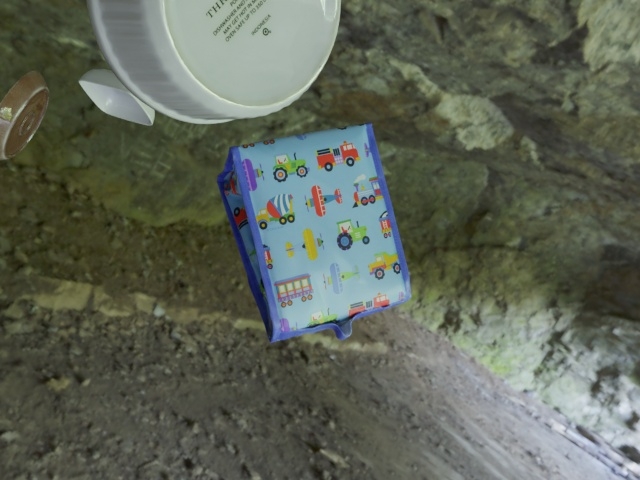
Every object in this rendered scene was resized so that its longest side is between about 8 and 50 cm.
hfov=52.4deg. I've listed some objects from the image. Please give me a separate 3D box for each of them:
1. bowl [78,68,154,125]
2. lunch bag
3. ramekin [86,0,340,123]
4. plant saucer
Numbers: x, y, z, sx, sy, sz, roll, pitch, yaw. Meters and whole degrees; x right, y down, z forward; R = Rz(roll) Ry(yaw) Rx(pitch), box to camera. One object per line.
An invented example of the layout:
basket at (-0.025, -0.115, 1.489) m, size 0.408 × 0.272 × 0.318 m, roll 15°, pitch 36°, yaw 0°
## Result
bowl at (-0.427, -0.313, 1.392) m, size 0.142 × 0.053 × 0.142 m, roll 16°, pitch -18°, yaw 13°
lunch bag at (0.000, 0.000, 0.953) m, size 0.220 × 0.294 × 0.138 m, roll -13°, pitch -11°, yaw -21°
ramekin at (-0.098, -0.254, 0.696) m, size 0.272 × 0.273 × 0.127 m, roll 26°, pitch 0°, yaw -42°
plant saucer at (-0.496, -0.199, 1.076) m, size 0.029 × 0.169 × 0.168 m, roll 29°, pitch 5°, yaw -11°
